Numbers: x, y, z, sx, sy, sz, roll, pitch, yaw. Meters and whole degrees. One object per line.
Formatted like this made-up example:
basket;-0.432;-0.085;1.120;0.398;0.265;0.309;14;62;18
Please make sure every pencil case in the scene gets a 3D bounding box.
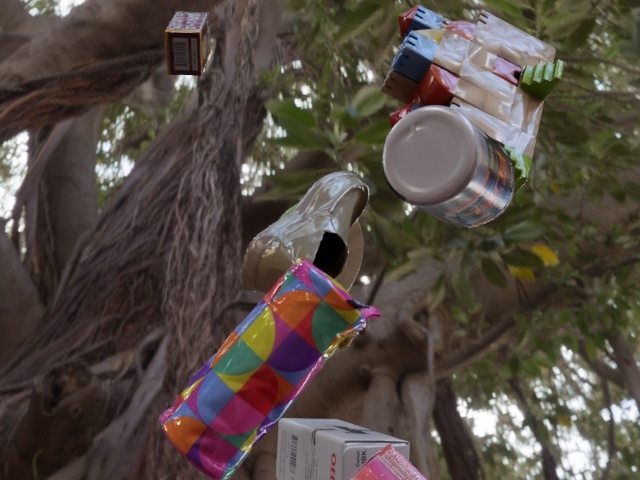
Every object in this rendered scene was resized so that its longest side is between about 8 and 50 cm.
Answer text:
pencil case;-0.051;0.127;0.923;0.236;0.104;0.104;-46;-66;-2

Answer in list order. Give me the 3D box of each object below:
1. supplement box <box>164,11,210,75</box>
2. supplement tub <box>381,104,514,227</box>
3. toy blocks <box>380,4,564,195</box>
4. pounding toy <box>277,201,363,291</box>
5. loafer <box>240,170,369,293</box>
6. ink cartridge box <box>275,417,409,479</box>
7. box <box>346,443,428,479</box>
supplement box;-0.157;-0.234;1.102;0.043;0.083;0.055;1;-60;0
supplement tub;0.159;-0.080;1.093;0.117;0.117;0.190;-40;-24;17
toy blocks;0.222;-0.251;1.487;0.260;0.381;0.191;26;-40;-5
pounding toy;-0.037;0.039;1.455;0.183;0.110;0.237;-7;-71;-37
loafer;0.000;0.000;1.186;0.092;0.268;0.102;27;-50;17
ink cartridge box;0.026;0.389;1.434;0.114;0.273;0.197;4;-95;-21
box;0.100;0.329;0.824;0.257;0.122;0.128;42;-35;19
